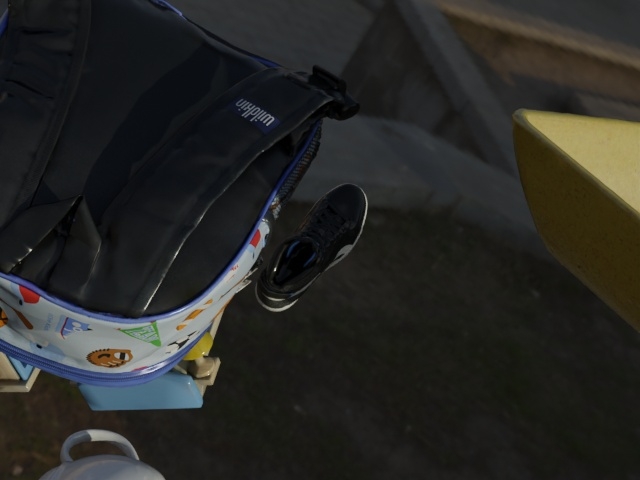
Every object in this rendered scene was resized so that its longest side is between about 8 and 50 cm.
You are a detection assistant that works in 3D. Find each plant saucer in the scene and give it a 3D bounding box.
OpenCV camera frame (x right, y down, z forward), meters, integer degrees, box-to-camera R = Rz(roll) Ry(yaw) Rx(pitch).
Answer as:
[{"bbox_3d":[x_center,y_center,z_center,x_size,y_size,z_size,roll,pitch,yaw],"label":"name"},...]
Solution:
[{"bbox_3d":[0.311,0.041,0.856,0.332,0.081,0.333,-1,38,-47],"label":"plant saucer"}]

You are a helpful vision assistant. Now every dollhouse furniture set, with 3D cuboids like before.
[{"bbox_3d":[-0.239,0.023,1.443,0.303,0.198,0.286,-2,42,20],"label":"dollhouse furniture set"}]

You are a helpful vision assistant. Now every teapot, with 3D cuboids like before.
[{"bbox_3d":[-0.337,0.391,1.734,0.187,0.253,0.256,24,-8,3],"label":"teapot"}]

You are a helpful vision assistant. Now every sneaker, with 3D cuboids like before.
[{"bbox_3d":[0.000,0.000,1.679,0.079,0.217,0.121,38,-17,2],"label":"sneaker"}]

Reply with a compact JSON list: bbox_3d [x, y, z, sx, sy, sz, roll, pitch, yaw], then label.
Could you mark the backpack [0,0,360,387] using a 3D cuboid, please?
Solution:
[{"bbox_3d":[-0.153,-0.035,0.878,0.276,0.213,0.263,25,47,3],"label":"backpack"}]
